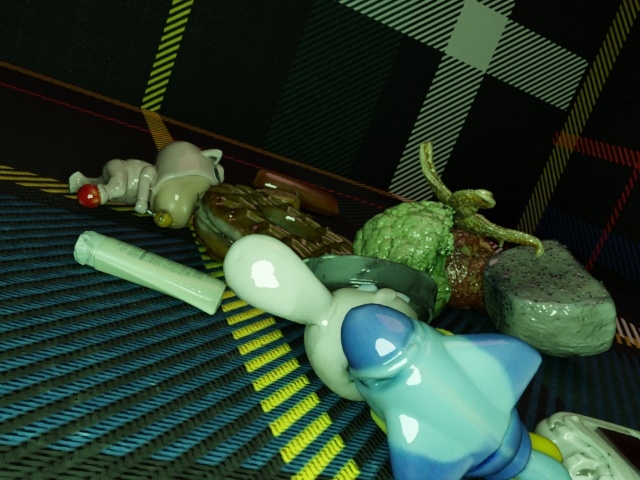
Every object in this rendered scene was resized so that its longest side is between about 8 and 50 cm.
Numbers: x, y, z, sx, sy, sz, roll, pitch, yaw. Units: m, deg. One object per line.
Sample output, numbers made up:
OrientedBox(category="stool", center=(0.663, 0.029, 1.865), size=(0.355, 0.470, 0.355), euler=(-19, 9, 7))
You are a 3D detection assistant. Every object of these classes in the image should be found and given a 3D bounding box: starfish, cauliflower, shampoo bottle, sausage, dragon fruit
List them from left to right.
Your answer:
OrientedBox(category="shampoo bottle", center=(-0.240, 0.044, 0.846), size=(0.212, 0.049, 0.072), euler=(22, 16, -2))
OrientedBox(category="sausage", center=(-0.070, -0.148, 1.870), size=(0.300, 0.084, 0.089), euler=(18, 1, -19))
OrientedBox(category="cauliflower", center=(0.190, 0.049, 1.223), size=(0.250, 0.275, 0.272), euler=(55, -17, -8))
OrientedBox(category="starfish", center=(0.312, -0.075, 1.270), size=(0.327, 0.094, 0.375), euler=(47, 2, -2))
OrientedBox(category="dragon fruit", center=(0.477, 0.151, 1.296), size=(0.221, 0.204, 0.283), euler=(-10, 28, -4))

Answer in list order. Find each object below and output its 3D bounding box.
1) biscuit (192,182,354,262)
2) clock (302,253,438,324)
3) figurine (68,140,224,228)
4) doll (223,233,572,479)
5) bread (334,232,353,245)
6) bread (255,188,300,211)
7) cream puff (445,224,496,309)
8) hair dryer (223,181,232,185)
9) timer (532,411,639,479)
OrientedBox(category="biscuit", center=(-0.077, 0.005, 1.098), size=(0.332, 0.103, 0.332), euler=(26, 14, -7))
OrientedBox(category="clock", center=(0.060, 0.086, 0.886), size=(0.225, 0.049, 0.226), euler=(5, -25, 2))
OrientedBox(category="figurine", center=(-0.323, -0.093, 1.143), size=(0.287, 0.176, 0.186), euler=(-5, 67, -31))
OrientedBox(category="doll", center=(0.106, 0.144, 0.680), size=(0.376, 0.187, 0.365), euler=(9, 18, -45))
OrientedBox(category="bread", center=(0.000, 0.000, 1.475), size=(0.228, 0.034, 0.228), euler=(21, 12, -5))
OrientedBox(category="bread", center=(-0.117, -0.099, 1.567), size=(0.122, 0.073, 0.149), euler=(4, 12, -22))
OrientedBox(category="cream puff", center=(0.331, 0.050, 1.445), size=(0.239, 0.164, 0.240), euler=(16, 35, -12))
OrientedBox(category="hair dryer", center=(-0.303, -0.105, 1.382), size=(0.128, 0.070, 0.255), euler=(26, 20, 16))
OrientedBox(category="timer", center=(0.388, 0.304, 0.705), size=(0.236, 0.087, 0.262), euler=(19, 12, -10))
